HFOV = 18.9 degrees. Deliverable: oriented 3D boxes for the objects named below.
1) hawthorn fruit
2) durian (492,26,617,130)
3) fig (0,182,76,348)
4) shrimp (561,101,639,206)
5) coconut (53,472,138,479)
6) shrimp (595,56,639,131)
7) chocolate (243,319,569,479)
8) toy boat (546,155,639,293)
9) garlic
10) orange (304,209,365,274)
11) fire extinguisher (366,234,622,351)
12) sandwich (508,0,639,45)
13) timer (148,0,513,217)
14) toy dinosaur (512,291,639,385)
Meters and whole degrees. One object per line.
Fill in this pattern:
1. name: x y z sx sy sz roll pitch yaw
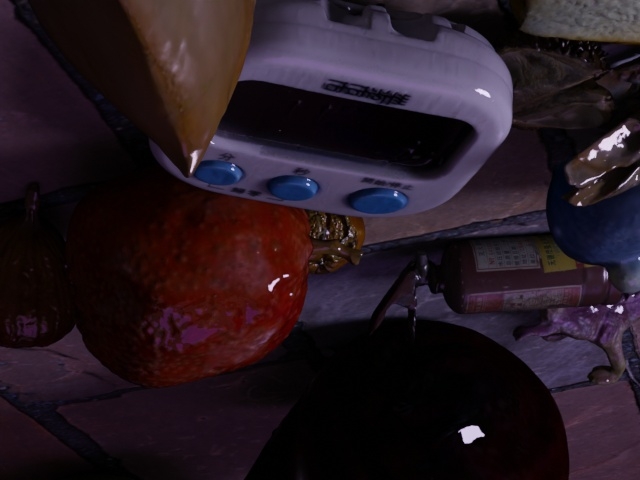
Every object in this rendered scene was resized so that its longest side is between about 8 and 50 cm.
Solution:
1. hawthorn fruit: -0.091 0.020 1.638 0.253 0.205 0.205 -12 157 -7
2. durian: 0.177 -0.129 1.510 0.110 0.071 0.140 42 141 -14
3. fig: -0.274 0.028 1.708 0.119 0.119 0.153 -11 140 9
4. shrimp: 0.327 -0.105 1.460 0.317 0.077 0.168 -32 -159 -7
5. coconut: -0.288 0.445 2.455 0.328 0.281 0.328 -41 159 -19
6. shrimp: 0.317 -0.131 1.608 0.195 0.035 0.148 -7 154 3
7. chocolate: 0.095 0.248 2.077 0.383 0.384 0.331 -4 141 -7
8. toy boat: 0.359 -0.036 1.654 0.330 0.123 0.215 -11 174 -9
9. garlic: -0.114 -0.192 1.147 0.151 0.196 0.338 -22 155 -6
10. orange: 0.000 0.000 1.776 0.086 0.062 0.086 -5 159 -2
11. fire extinguisher: 0.170 0.051 1.885 0.252 0.106 0.075 -4 177 -8
12. sandwich: 0.266 -0.216 1.323 0.251 0.087 0.226 1 154 -13
13. timer: 0.007 -0.104 1.483 0.262 0.087 0.237 10 152 -16
14. toy dinosaur: 0.314 0.074 2.034 0.251 0.072 0.200 5 145 -3
